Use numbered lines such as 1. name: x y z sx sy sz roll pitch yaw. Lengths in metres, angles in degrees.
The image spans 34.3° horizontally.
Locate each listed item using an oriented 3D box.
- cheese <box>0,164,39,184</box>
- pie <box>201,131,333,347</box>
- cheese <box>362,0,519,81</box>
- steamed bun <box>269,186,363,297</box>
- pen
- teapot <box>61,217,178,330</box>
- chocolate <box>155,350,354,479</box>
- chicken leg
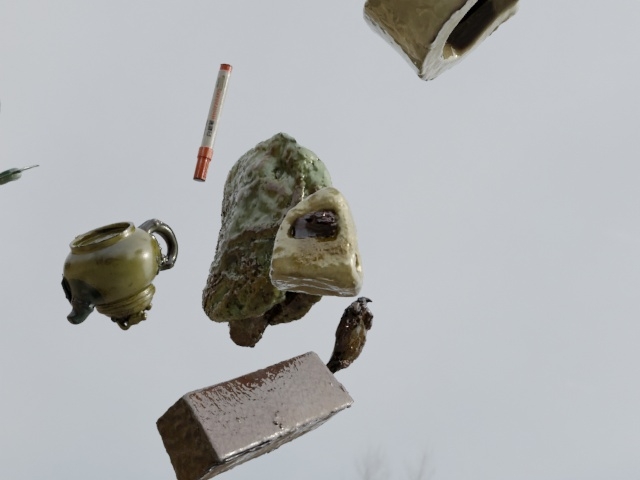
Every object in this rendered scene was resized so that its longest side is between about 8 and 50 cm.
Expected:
1. cheese: -0.663 -0.142 2.234 0.121 0.067 0.026 -18 -85 37
2. pie: -0.115 -0.025 2.133 0.181 0.418 0.395 13 -29 -29
3. cheese: 0.232 -0.428 1.673 0.153 0.332 0.292 48 7 11
4. steamed bun: 0.000 0.000 1.575 0.141 0.155 0.172 6 -11 4
5. pen: -0.200 -0.220 1.931 0.028 0.239 0.028 11 -17 3
6. teapot: -0.351 0.064 1.855 0.173 0.269 0.182 -2 -69 42
7. chocolate: -0.094 0.247 1.473 0.112 0.321 0.112 -41 -106 34
8. chicken leg: 0.042 0.230 2.170 0.051 0.253 0.106 32 9 31
